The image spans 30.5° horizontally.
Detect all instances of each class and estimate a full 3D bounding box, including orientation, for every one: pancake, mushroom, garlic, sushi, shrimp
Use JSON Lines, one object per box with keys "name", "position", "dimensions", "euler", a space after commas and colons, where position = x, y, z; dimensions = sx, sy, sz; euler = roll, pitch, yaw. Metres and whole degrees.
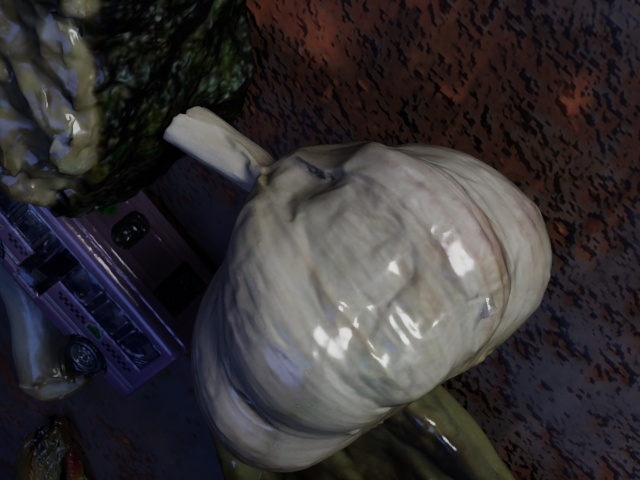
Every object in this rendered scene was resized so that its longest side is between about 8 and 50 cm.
{"name": "pancake", "position": [0.031, 0.178, 0.869], "dimensions": [0.294, 0.049, 0.294], "euler": [25, 137, 25]}
{"name": "mushroom", "position": [-0.257, 0.008, 0.941], "dimensions": [0.099, 0.096, 0.278], "euler": [-3, 123, 42]}
{"name": "garlic", "position": [0.000, 0.000, 0.646], "dimensions": [0.212, 0.218, 0.218], "euler": [52, 139, 8]}
{"name": "sushi", "position": [-0.140, -0.166, 0.648], "dimensions": [0.211, 0.171, 0.350], "euler": [32, 136, 19]}
{"name": "shrimp", "position": [-0.262, 0.237, 1.168], "dimensions": [0.101, 0.042, 0.190], "euler": [15, 132, 4]}

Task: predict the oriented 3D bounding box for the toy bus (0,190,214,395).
{"name": "toy bus", "position": [-0.166, 0.009, 0.864], "dimensions": [0.199, 0.096, 0.108], "euler": [50, 135, -7]}
